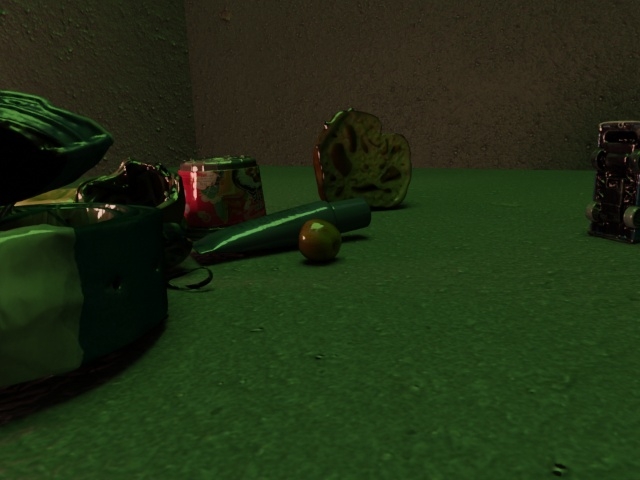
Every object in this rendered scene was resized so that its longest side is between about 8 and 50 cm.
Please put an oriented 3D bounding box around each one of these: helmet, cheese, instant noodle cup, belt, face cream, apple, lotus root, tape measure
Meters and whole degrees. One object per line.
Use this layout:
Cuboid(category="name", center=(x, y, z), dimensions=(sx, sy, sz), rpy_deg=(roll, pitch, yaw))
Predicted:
Cuboid(category="helmet", center=(-0.351, -0.046, 1.005), dimensions=(0.198, 0.130, 0.224), rpy_deg=(18, 50, 27))
Cuboid(category="cheese", center=(-0.595, -0.054, 1.246), dimensions=(0.217, 0.117, 0.235), rpy_deg=(7, 19, 30))
Cuboid(category="instant noodle cup", center=(-0.236, -0.106, 1.264), dimensions=(0.302, 0.182, 0.258), rpy_deg=(8, 17, 39))
Cuboid(category="belt", center=(-0.345, 0.039, 0.642), dimensions=(0.300, 0.173, 0.436), rpy_deg=(-4, 12, -3))
Cuboid(category="face cream", center=(-0.075, -0.024, 1.110), dimensions=(0.385, 0.086, 0.135), rpy_deg=(-13, 13, -22))
Cuboid(category="apple", center=(0.000, 0.000, 0.986), dimensions=(0.071, 0.084, 0.084), rpy_deg=(12, 17, 20))
Cuboid(category="lotus root", center=(0.116, -0.238, 1.601), dimensions=(0.316, 0.316, 0.250), rpy_deg=(-4, 5, -9))
Cuboid(category="tape measure", center=(-0.240, 0.047, 0.909), dimensions=(0.179, 0.104, 0.107), rpy_deg=(39, 16, 26))

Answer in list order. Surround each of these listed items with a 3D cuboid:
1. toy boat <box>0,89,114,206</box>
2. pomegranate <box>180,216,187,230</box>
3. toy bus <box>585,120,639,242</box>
Cuboid(category="toy boat", center=(-0.385, -0.102, 0.594), dimensions=(0.309, 0.129, 0.142), rpy_deg=(-3, 24, 3))
Cuboid(category="pomegranate", center=(-0.335, -0.050, 1.134), dimensions=(0.114, 0.142, 0.114), rpy_deg=(22, 10, -4))
Cuboid(category="toy bus", center=(0.632, -0.122, 1.080), dimensions=(0.133, 0.234, 0.116), rpy_deg=(-5, 13, -22))
